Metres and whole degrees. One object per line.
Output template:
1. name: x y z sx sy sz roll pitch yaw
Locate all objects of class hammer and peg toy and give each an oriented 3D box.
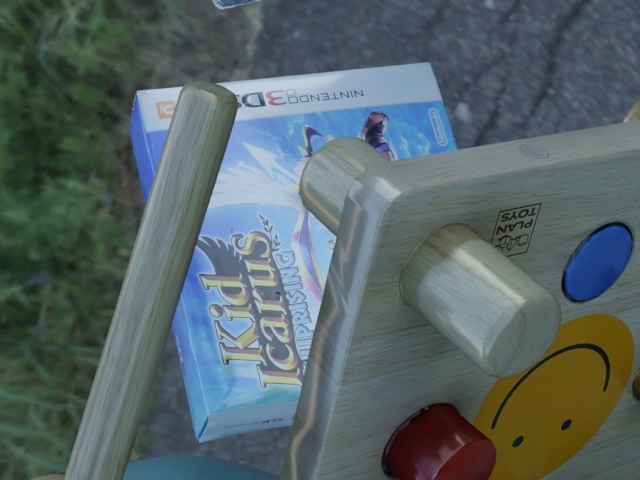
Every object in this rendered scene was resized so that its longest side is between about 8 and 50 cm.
1. hammer and peg toy: 0.053 0.068 0.616 0.127 0.361 0.265 43 131 41

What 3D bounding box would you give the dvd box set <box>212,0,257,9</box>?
1. dvd box set: 0.104 -0.355 1.365 0.308 0.420 0.062 -8 120 30

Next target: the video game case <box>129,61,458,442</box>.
1. video game case: 0.000 0.000 1.127 0.244 0.061 0.269 -8 66 -16

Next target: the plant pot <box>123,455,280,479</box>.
1. plant pot: -0.127 0.290 1.212 0.195 0.290 0.290 35 99 46
